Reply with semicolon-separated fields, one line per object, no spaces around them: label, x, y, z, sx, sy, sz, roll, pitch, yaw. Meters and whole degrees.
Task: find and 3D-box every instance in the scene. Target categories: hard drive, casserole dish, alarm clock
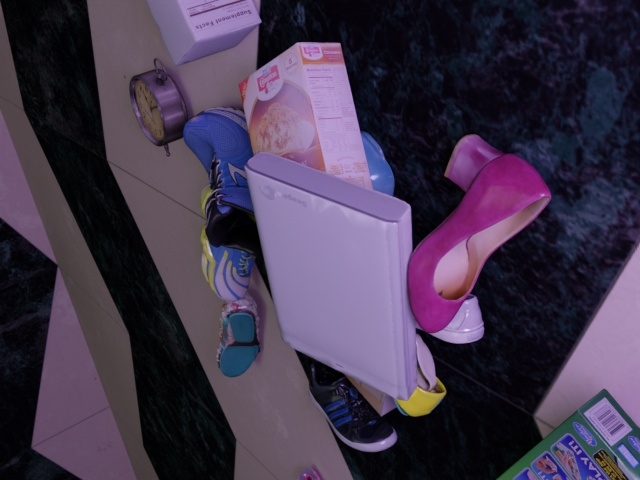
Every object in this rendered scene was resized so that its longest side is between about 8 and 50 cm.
hard drive;0.020;0.051;1.006;0.203;0.040;0.307;22;142;28
casserole dish;0.037;-0.062;1.083;0.114;0.037;0.188;51;150;24
alarm clock;-0.279;-0.246;1.461;0.129;0.064;0.192;54;154;20

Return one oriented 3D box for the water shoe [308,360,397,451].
water shoe;0.041;0.257;1.319;0.203;0.073;0.080;30;135;48

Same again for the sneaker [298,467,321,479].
sneaker;-0.001;0.508;1.659;0.119;0.047;0.057;58;168;21

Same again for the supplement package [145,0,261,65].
supplement package;-0.176;-0.347;1.137;0.105;0.105;0.179;-15;99;62

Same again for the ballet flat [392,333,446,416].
ballet flat;0.093;0.127;1.126;0.077;0.077;0.231;-37;82;42

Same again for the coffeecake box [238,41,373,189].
coffeecake box;-0.021;-0.128;1.023;0.142;0.068;0.185;-19;82;54

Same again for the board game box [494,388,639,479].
board game box;0.317;0.318;0.794;0.317;0.046;0.213;52;150;21

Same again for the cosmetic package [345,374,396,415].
cosmetic package;0.073;0.197;1.241;0.115;0.041;0.060;45;148;33

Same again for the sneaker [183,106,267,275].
sneaker;-0.121;-0.076;1.233;0.330;0.147;0.130;48;149;31

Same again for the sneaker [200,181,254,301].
sneaker;-0.145;0.019;1.423;0.126;0.091;0.240;31;138;47

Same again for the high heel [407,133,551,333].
high heel;0.162;0.020;0.861;0.117;0.082;0.244;48;132;45

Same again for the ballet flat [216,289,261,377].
ballet flat;-0.156;0.173;1.615;0.241;0.091;0.077;106;162;-48

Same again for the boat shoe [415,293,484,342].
boat shoe;0.121;0.072;1.023;0.184;0.066;0.063;22;121;55
